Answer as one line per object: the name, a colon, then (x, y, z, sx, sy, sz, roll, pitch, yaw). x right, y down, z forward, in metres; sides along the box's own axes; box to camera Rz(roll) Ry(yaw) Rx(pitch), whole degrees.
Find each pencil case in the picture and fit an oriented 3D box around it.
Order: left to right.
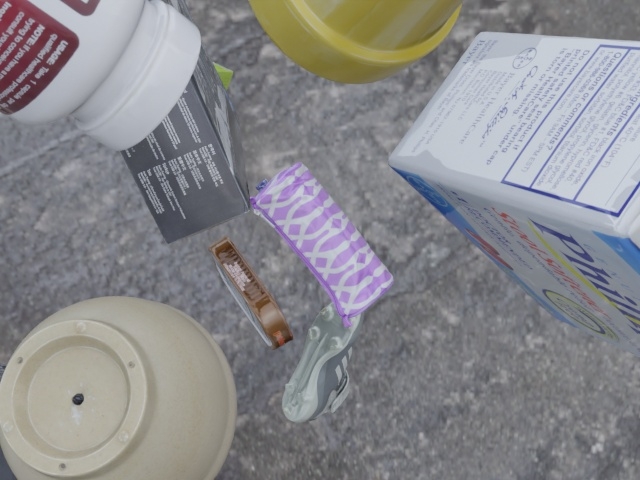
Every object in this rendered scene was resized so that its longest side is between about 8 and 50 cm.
pencil case: (0.000, 0.000, 1.182, 0.088, 0.086, 0.206, -42, 93, -26)

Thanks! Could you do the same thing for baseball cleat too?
baseball cleat: (0.016, 0.170, 1.395, 0.072, 0.206, 0.109, 40, 16, 33)

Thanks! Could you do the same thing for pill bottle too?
pill bottle: (-0.125, -0.099, 0.371, 0.086, 0.152, 0.086, -33, 40, 32)

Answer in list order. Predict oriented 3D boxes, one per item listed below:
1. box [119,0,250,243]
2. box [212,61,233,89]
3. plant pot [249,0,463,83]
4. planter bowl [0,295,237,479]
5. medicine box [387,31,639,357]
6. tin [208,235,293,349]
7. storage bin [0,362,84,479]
box: (-0.153, -0.182, 0.774, 0.076, 0.308, 0.242, -22, 24, 2)
box: (-0.185, -0.160, 1.339, 0.042, 0.178, 0.109, 25, 14, 7)
plant pot: (0.074, -0.320, 1.018, 0.254, 0.254, 0.239, -38, 9, -27)
planter bowl: (-0.144, 0.108, 0.636, 0.162, 0.109, 0.162, -2, 75, 6)
medicine box: (0.244, -0.021, 0.768, 0.149, 0.263, 0.289, -53, 29, -5)
tin: (-0.100, 0.074, 1.349, 0.040, 0.106, 0.190, -33, 55, -8)
storage bin: (-0.290, 0.183, 0.867, 0.180, 0.122, 0.084, 11, 5, 14)
